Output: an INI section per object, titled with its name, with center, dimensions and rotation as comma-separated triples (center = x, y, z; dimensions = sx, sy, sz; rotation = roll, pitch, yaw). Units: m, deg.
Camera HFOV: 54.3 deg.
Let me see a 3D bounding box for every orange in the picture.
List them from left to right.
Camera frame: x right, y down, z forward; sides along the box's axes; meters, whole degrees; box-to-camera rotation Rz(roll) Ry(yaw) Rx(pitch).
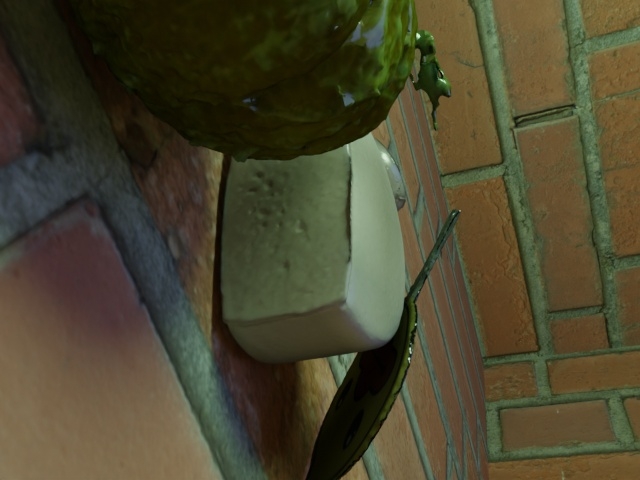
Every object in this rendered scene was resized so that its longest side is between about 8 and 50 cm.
[orange]
center = -0.061, -0.192, 0.420
dimensions = 0.301, 0.223, 0.300
rotation = 40, 27, -64

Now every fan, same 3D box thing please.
[fan]
center = 0.061, 0.116, 0.631
dimensions = 0.335, 0.011, 0.229
rotation = -62, -177, 0

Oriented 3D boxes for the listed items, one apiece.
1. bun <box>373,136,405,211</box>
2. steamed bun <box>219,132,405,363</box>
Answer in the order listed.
[bun]
center = 0.061, -0.089, 0.958
dimensions = 0.138, 0.094, 0.138
rotation = 59, -12, 20
[steamed bun]
center = 0.000, 0.000, 0.612
dimensions = 0.164, 0.146, 0.242
rotation = 45, 38, -53
